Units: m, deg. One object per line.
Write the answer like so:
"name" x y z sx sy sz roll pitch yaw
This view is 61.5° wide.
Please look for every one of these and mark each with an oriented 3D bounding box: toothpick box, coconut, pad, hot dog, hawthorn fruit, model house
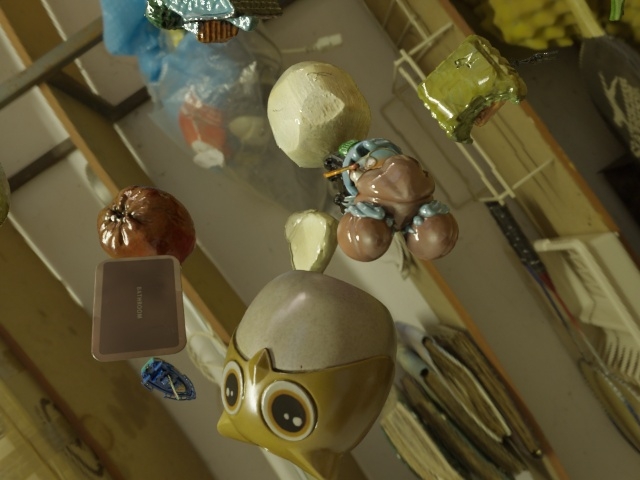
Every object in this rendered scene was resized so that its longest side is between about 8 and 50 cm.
"toothpick box" -0.035 0.317 1.306 0.409 0.425 0.409 20 162 7
"coconut" -0.003 -0.409 1.850 0.346 0.346 0.360 55 -164 -67
"pad" -0.372 0.129 1.106 0.002 0.176 0.266 103 157 -43
"hot dog" 0.618 -0.516 1.971 0.104 0.076 0.250 34 142 2
"hawthorn fruit" -0.478 -0.029 1.502 0.262 0.258 0.258 -6 -124 -57
"model house" -0.302 -0.760 1.734 0.339 0.297 0.360 32 -151 10

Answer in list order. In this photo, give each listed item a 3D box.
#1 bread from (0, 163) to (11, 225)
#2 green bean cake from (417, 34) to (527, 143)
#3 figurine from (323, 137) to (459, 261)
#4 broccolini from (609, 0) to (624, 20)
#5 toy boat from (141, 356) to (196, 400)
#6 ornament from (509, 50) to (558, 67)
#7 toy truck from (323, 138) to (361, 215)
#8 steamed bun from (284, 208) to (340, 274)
"bread" -0.611 -0.074 0.874 0.257 0.186 0.124 42 137 47
"green bean cake" 0.410 -0.409 1.477 0.233 0.236 0.124 55 -147 11
"figurine" 0.158 -0.108 1.327 0.388 0.277 0.248 -111 18 -72
"broccolini" 0.528 -0.539 1.094 0.271 0.123 0.062 42 -138 -25
"toy boat" -0.400 0.397 1.457 0.175 0.091 0.110 44 177 -32
"ornament" 0.585 -0.503 1.497 0.073 0.125 0.028 -72 -25 -82
"toy truck" 0.100 -0.190 1.682 0.101 0.125 0.242 33 145 47
"steamed bun" -0.016 -0.008 1.564 0.110 0.231 0.212 4 -144 -35
